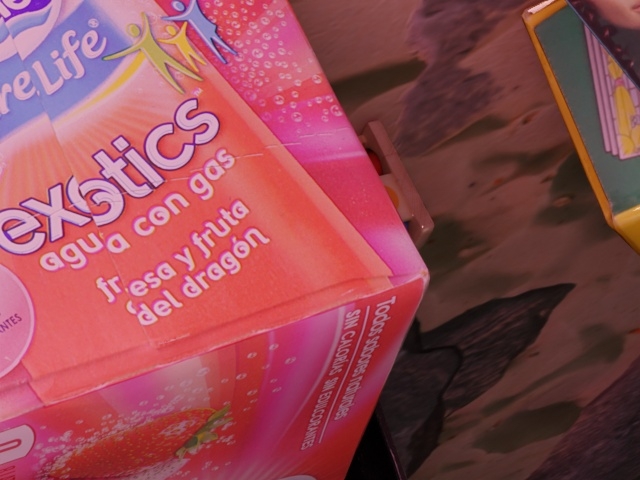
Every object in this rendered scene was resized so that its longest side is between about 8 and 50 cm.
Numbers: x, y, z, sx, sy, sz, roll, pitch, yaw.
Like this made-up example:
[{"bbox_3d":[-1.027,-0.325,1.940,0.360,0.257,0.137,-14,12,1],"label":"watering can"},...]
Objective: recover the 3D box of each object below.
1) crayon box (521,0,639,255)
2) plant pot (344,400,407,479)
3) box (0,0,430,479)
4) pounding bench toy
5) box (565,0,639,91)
[{"bbox_3d":[0.305,-0.079,0.811,0.363,0.106,0.313,-26,154,15],"label":"crayon box"},{"bbox_3d":[-0.067,0.162,0.927,0.188,0.187,0.167,-15,169,-25],"label":"plant pot"},{"bbox_3d":[-0.083,0.037,0.648,0.142,0.154,0.300,-18,156,-18],"label":"box"},{"bbox_3d":[0.000,0.000,0.783,0.065,0.052,0.083,-15,156,-26],"label":"pounding bench toy"},{"bbox_3d":[0.162,-0.060,0.633,0.100,0.060,0.244,-34,118,20],"label":"box"}]
